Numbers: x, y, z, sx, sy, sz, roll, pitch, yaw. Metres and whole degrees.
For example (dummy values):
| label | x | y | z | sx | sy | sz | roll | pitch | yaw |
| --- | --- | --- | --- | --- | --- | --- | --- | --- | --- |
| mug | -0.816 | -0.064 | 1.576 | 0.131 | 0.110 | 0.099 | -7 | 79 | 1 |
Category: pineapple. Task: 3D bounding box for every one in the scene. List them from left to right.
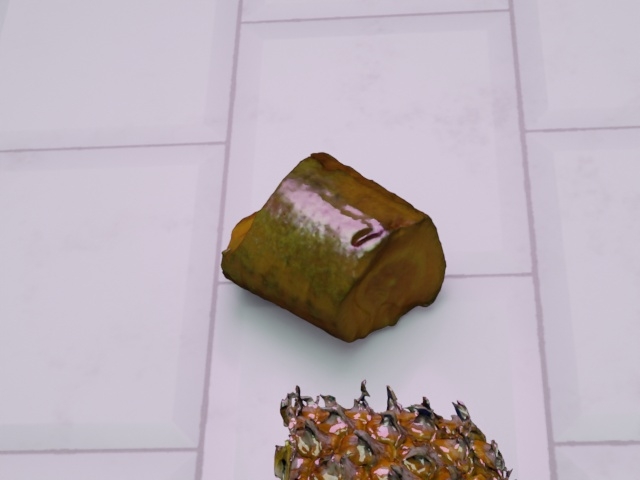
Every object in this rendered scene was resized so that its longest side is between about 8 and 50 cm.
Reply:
| label | x | y | z | sx | sy | sz | roll | pitch | yaw |
| --- | --- | --- | --- | --- | --- | --- | --- | --- | --- |
| pineapple | 0.080 | 0.346 | 1.471 | 0.300 | 0.352 | 0.352 | 0 | 54 | -9 |

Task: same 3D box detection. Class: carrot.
| label | x | y | z | sx | sy | sz | roll | pitch | yaw |
| --- | --- | --- | --- | --- | --- | --- | --- | --- | --- |
| carrot | 0.000 | 0.000 | 1.786 | 0.341 | 0.241 | 0.241 | 29 | 63 | 22 |
